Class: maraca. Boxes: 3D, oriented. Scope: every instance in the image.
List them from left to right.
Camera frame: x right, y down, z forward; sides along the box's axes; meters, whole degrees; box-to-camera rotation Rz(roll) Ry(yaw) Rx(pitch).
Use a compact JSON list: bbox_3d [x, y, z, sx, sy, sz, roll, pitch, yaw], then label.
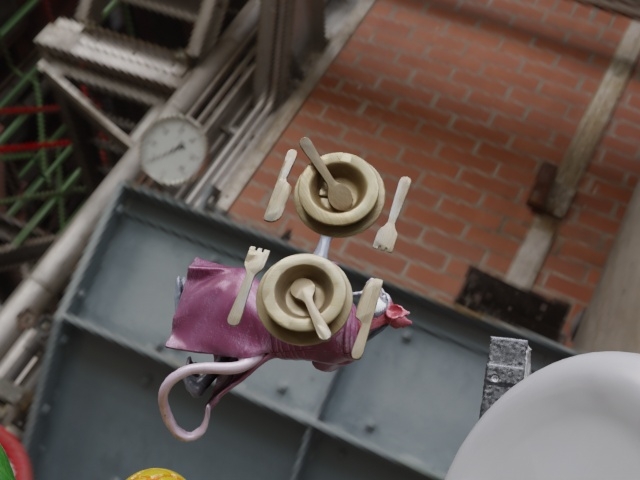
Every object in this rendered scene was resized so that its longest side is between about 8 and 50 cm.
[{"bbox_3d":[-0.237,0.375,1.556,0.127,0.099,0.185,1,-6,-7],"label":"maraca"}]

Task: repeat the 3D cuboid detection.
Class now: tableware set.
[{"bbox_3d":[0.000,0.000,0.983,0.128,0.194,0.039,14,-23,10],"label":"tableware set"}]

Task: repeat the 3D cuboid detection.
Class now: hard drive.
[{"bbox_3d":[0.258,0.337,1.563,0.064,0.339,0.237,5,-27,14],"label":"hard drive"}]

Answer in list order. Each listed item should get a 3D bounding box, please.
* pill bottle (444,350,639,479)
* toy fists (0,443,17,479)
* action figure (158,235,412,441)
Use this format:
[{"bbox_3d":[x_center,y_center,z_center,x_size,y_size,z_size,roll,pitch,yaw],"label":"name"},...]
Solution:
[{"bbox_3d":[0.253,0.212,0.609,0.363,0.210,0.210,25,-26,-30],"label":"pill bottle"},{"bbox_3d":[-0.184,0.167,0.549,0.279,0.096,0.142,49,-38,45],"label":"toy fists"},{"bbox_3d":[-0.050,0.124,1.603,0.370,0.276,0.248,-3,-53,20],"label":"action figure"}]
